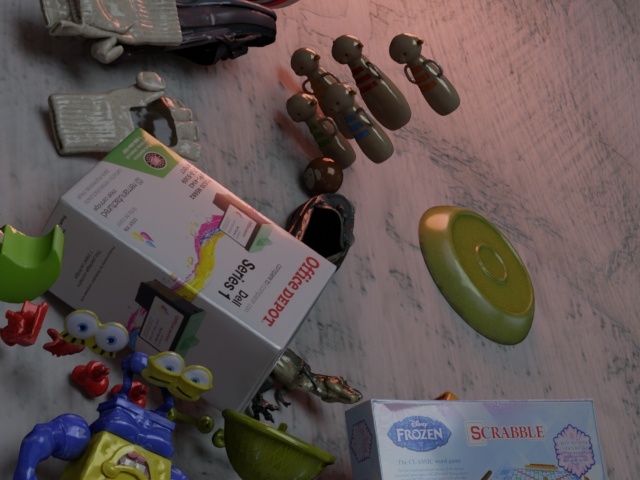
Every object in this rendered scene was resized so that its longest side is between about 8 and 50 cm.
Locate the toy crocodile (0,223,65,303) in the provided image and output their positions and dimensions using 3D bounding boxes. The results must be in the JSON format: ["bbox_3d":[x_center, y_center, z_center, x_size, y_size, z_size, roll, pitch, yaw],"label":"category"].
[{"bbox_3d":[-0.384,-0.058,1.447,0.340,0.105,0.115,42,28,-16],"label":"toy crocodile"}]

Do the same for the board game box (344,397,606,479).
[{"bbox_3d":[0.194,0.338,1.787,0.318,0.066,0.318,4,70,-30],"label":"board game box"}]

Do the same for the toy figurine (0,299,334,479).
[{"bbox_3d":[-0.185,0.233,1.535,0.362,0.191,0.217,31,65,-28],"label":"toy figurine"}]

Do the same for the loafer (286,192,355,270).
[{"bbox_3d":[0.000,0.000,2.019,0.096,0.084,0.267,49,31,-5],"label":"loafer"}]

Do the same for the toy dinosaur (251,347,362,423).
[{"bbox_3d":[-0.074,0.134,1.816,0.268,0.064,0.118,39,30,-13],"label":"toy dinosaur"}]

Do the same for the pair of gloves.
[{"bbox_3d":[-0.236,-0.209,1.882,0.204,0.042,0.240,6,70,-42],"label":"pair of gloves"}]

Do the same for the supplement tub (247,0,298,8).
[{"bbox_3d":[-0.130,-0.442,2.196,0.272,0.191,0.191,12,49,-47],"label":"supplement tub"}]

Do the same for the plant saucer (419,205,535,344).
[{"bbox_3d":[0.242,0.042,2.348,0.241,0.037,0.241,33,36,-28],"label":"plant saucer"}]

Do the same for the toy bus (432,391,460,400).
[{"bbox_3d":[0.221,0.352,1.932,0.333,0.108,0.130,47,30,-8],"label":"toy bus"}]

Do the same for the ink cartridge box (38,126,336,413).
[{"bbox_3d":[-0.145,0.031,1.702,0.278,0.117,0.201,35,32,0],"label":"ink cartridge box"}]

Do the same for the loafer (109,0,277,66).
[{"bbox_3d":[-0.174,-0.261,2.062,0.302,0.109,0.095,-1,77,-46],"label":"loafer"}]

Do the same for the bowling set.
[{"bbox_3d":[0.029,-0.174,2.146,0.154,0.287,0.200,51,58,-18],"label":"bowling set"}]
